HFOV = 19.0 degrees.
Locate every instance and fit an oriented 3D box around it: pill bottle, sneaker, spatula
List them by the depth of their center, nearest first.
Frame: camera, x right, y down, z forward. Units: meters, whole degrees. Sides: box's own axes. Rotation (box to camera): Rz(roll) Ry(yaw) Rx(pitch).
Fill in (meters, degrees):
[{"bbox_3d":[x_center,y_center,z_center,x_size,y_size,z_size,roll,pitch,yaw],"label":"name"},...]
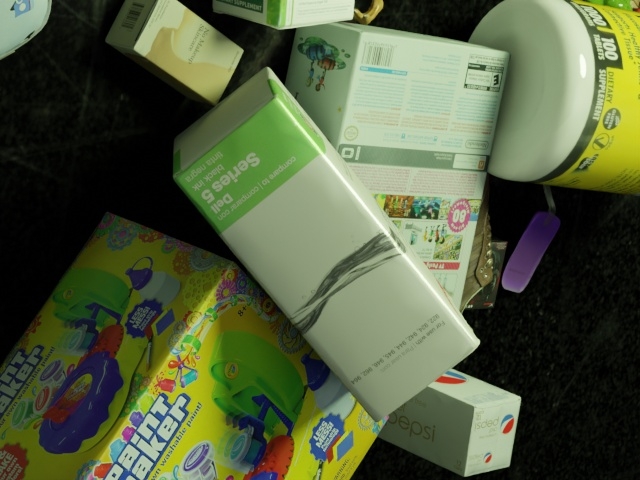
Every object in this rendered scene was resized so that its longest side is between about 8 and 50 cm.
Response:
[{"bbox_3d":[0.320,-0.140,1.965,0.334,0.188,0.188,5,102,-35],"label":"pill bottle"},{"bbox_3d":[0.148,0.010,1.966,0.071,0.066,0.188,16,106,-14],"label":"sneaker"},{"bbox_3d":[0.250,-0.087,2.065,0.084,0.030,0.296,13,90,-63],"label":"spatula"}]

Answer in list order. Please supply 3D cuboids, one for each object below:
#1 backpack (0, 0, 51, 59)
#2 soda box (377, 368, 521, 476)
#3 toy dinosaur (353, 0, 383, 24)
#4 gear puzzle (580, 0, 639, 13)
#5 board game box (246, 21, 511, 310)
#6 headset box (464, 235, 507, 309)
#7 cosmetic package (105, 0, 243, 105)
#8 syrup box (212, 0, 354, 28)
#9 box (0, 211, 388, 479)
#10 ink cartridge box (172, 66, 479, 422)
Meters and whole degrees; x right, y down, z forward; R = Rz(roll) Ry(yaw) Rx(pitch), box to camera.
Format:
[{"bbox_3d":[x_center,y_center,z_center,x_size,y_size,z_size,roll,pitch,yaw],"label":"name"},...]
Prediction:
[{"bbox_3d":[-0.331,-0.203,1.316,0.263,0.213,0.276,-33,128,-23],"label":"backpack"},{"bbox_3d":[0.089,0.157,1.864,0.069,0.216,0.074,-5,108,-43],"label":"soda box"},{"bbox_3d":[0.051,-0.254,1.781,0.211,0.064,0.112,40,75,-46],"label":"toy dinosaur"},{"bbox_3d":[0.345,-0.271,2.071,0.339,0.044,0.175,43,66,-46],"label":"gear puzzle"},{"bbox_3d":[0.054,-0.050,1.839,0.224,0.097,0.303,3,102,-45],"label":"board game box"},{"bbox_3d":[0.161,0.029,2.025,0.062,0.032,0.083,0,107,-46],"label":"headset box"},{"bbox_3d":[-0.125,-0.168,1.650,0.115,0.041,0.060,31,82,-47],"label":"cosmetic package"},{"bbox_3d":[-0.026,-0.310,1.658,0.096,0.093,0.237,-13,114,-42],"label":"syrup box"},{"bbox_3d":[-0.139,0.183,1.673,0.290,0.177,0.279,-57,135,-13],"label":"box"},{"bbox_3d":[0.000,0.000,1.635,0.115,0.198,0.273,-38,102,4],"label":"ink cartridge box"}]
